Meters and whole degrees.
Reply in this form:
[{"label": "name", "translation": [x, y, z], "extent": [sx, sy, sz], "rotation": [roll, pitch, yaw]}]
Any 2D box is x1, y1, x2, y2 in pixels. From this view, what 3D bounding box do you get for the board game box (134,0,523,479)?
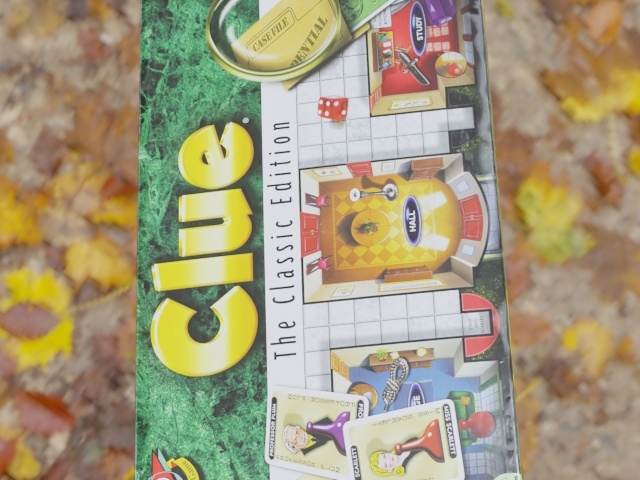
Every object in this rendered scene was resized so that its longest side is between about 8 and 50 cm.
[{"label": "board game box", "translation": [0.000, 0.000, 0.696], "extent": [0.136, 0.030, 0.260], "rotation": [-7, 63, 9]}]
